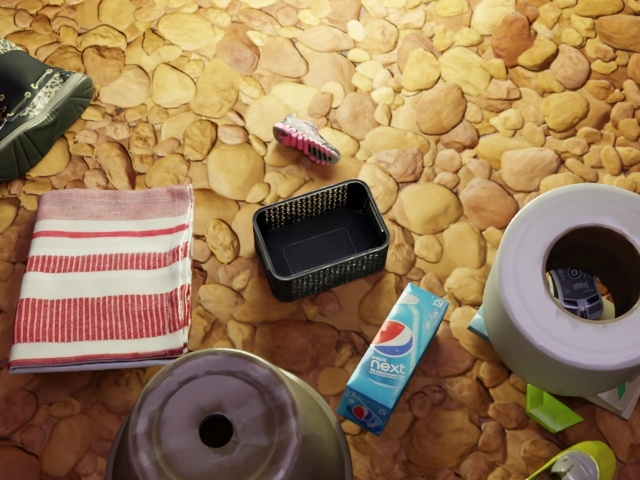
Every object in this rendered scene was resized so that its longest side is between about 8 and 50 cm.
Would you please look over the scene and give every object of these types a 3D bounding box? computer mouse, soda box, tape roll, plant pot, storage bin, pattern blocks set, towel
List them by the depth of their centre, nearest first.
[{"bbox_3d":[-0.117,0.263,1.124,0.323,0.280,0.323,0,63,0],"label":"plant pot"},{"bbox_3d":[0.341,0.068,1.221,0.246,0.169,0.246,-1,69,3],"label":"tape roll"},{"bbox_3d":[0.100,0.156,1.262,0.067,0.071,0.210,26,47,11],"label":"soda box"},{"bbox_3d":[-0.297,0.042,1.308,0.236,0.037,0.329,-4,45,-2],"label":"towel"},{"bbox_3d":[0.366,0.082,1.328,0.105,0.042,0.193,-7,69,1],"label":"computer mouse"},{"bbox_3d":[0.388,0.151,1.330,0.285,0.026,0.325,-41,71,-19],"label":"pattern blocks set"},{"bbox_3d":[0.000,0.000,1.365,0.180,0.084,0.122,-18,65,-11],"label":"storage bin"}]

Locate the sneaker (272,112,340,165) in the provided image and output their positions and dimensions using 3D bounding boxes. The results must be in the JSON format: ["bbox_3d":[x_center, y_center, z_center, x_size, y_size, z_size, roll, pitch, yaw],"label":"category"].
[{"bbox_3d":[-0.014,-0.163,1.471,0.119,0.047,0.057,31,55,12],"label":"sneaker"}]

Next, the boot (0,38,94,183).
[{"bbox_3d":[-0.491,-0.205,1.456,0.178,0.085,0.236,29,60,15],"label":"boot"}]

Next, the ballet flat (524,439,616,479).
[{"bbox_3d":[0.298,0.328,1.212,0.230,0.077,0.077,-28,67,-14],"label":"ballet flat"}]
